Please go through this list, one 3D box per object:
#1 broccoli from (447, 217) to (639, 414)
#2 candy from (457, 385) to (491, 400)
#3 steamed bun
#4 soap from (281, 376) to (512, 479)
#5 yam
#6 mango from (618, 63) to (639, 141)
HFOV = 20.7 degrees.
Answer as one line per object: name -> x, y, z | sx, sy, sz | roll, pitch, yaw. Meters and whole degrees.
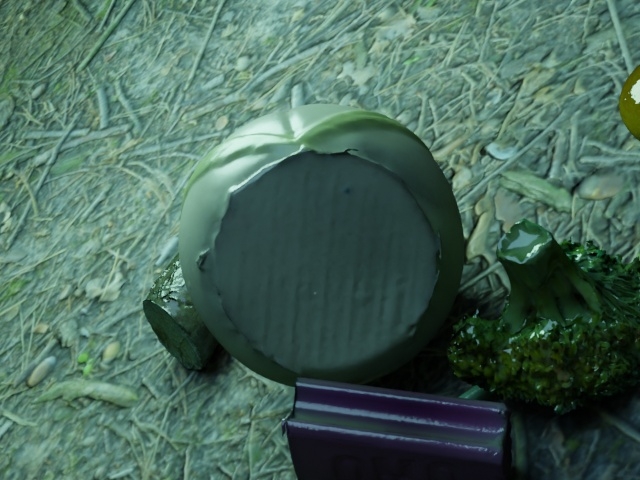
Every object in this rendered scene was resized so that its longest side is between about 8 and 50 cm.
broccoli -> 0.211, 0.056, 1.642 | 0.220, 0.194, 0.194 | -30, 38, 2
candy -> 0.005, 0.247, 1.703 | 0.440, 0.119, 0.119 | -34, 37, -6
steamed bun -> 0.000, 0.000, 1.815 | 0.309, 0.309, 0.309 | -22, 40, 20
soap -> 0.075, 0.190, 1.614 | 0.203, 0.122, 0.065 | 6, 56, 13
yam -> -0.127, 0.049, 2.005 | 0.107, 0.107, 0.183 | 11, 57, 45
mango -> 0.413, -0.146, 1.771 | 0.228, 0.099, 0.136 | -3, 42, 26
